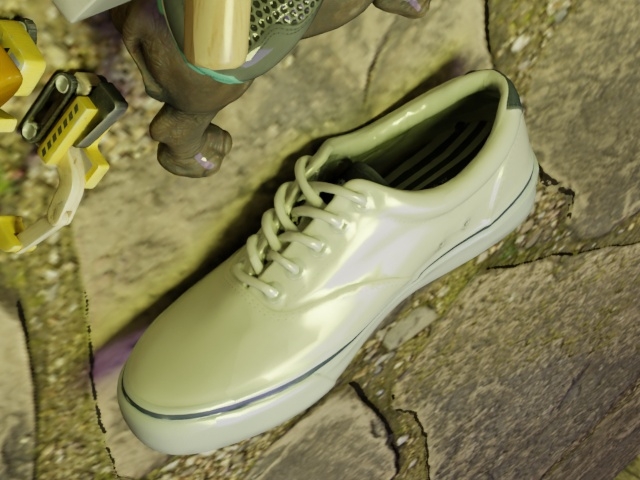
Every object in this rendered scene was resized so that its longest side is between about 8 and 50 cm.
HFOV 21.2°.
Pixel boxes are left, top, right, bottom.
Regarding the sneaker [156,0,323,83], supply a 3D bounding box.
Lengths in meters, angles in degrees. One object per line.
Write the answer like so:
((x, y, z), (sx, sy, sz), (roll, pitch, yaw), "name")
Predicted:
((-0.003, -0.129, 0.530), (0.076, 0.065, 0.166), (-154, -94, -78), "sneaker")

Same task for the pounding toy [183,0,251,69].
((-0.106, -0.079, 0.322), (0.269, 0.155, 0.154), (-46, 164, 21), "pounding toy")

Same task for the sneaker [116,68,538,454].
((0.000, 0.000, 0.843), (0.258, 0.094, 0.091), (-39, 141, -22), "sneaker")

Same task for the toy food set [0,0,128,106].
((-0.085, -0.122, 0.475), (0.232, 0.104, 0.111), (-36, 180, 36), "toy food set")

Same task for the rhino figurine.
((0.020, -0.130, 0.628), (0.243, 0.073, 0.106), (-40, 162, -10), "rhino figurine")

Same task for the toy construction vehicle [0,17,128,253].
((-0.113, -0.033, 0.629), (0.098, 0.035, 0.086), (-51, 157, 21), "toy construction vehicle")
